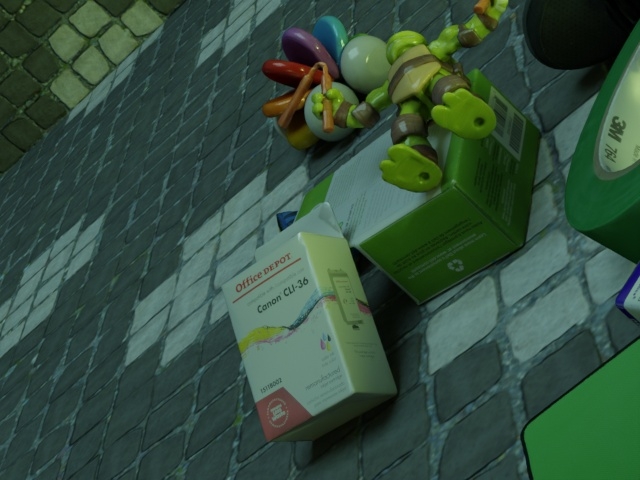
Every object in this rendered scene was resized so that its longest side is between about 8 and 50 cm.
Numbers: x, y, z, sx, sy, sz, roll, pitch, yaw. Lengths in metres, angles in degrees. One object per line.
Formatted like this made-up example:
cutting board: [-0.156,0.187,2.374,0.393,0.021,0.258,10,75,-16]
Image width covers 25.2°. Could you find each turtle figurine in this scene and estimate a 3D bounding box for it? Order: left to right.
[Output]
turtle figurine: [0.083,-0.132,1.321,0.270,0.087,0.217,-32,33,15]

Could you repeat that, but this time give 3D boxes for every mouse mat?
mouse mat: [0.205,0.139,0.974,0.153,0.007,0.189,-41,20,18]

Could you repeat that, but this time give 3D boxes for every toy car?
toy car: [-0.005,-0.213,1.853,0.182,0.136,0.159,-54,21,-16]

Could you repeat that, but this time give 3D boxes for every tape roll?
tape roll: [0.297,-0.130,1.044,0.321,0.077,0.321,-59,7,11]

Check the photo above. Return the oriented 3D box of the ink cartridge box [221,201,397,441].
ink cartridge box: [-0.019,0.071,1.305,0.115,0.067,0.198,-34,63,34]

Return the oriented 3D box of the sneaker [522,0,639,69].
sneaker: [0.319,-0.252,1.292,0.341,0.125,0.139,-35,25,33]

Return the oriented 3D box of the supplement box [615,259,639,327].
supplement box: [0.297,0.034,0.822,0.114,0.111,0.220,-54,22,-17]

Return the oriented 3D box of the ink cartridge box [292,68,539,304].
ink cartridge box: [0.080,-0.025,1.398,0.255,0.097,0.188,-34,25,35]

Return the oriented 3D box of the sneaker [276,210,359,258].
sneaker: [0.000,0.000,1.579,0.082,0.069,0.209,-16,9,-8]
